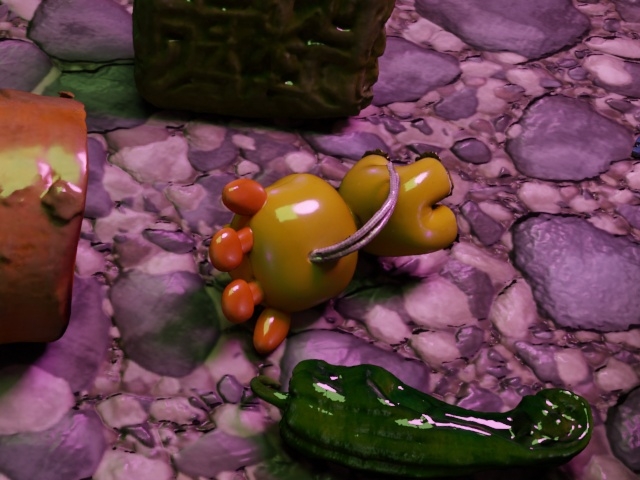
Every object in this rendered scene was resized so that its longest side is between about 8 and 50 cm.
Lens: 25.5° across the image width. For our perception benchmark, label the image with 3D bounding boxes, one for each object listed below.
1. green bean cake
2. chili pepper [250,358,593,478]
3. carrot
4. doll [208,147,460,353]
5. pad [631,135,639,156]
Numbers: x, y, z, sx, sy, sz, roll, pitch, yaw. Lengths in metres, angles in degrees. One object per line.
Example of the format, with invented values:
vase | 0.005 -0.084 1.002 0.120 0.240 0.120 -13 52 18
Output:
green bean cake | -0.049 -0.223 1.315 0.248 0.222 0.125 4 40 -11
chili pepper | 0.074 0.135 1.056 0.256 0.074 0.100 10 38 -6
carrot | -0.345 -0.014 1.034 0.340 0.224 0.224 3 41 -17
doll | 0.000 0.000 1.154 0.220 0.143 0.135 -22 22 -38
pad | 0.480 -0.099 1.432 0.269 0.012 0.270 26 44 17
